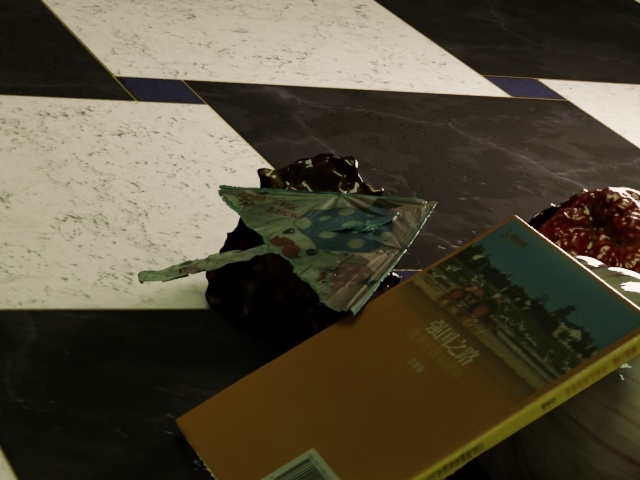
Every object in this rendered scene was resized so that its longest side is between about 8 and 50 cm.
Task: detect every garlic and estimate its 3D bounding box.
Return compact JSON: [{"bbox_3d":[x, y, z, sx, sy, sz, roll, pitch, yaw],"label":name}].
[{"bbox_3d":[0.264,0.162,1.761,0.253,0.245,0.245,39,11,-23],"label":"garlic"}]

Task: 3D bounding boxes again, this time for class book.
[{"bbox_3d":[0.076,0.121,1.671,0.374,0.028,0.262,-30,29,-9],"label":"book"}]

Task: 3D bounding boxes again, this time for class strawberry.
[{"bbox_3d":[0.292,0.058,1.982,0.274,0.220,0.274,12,17,-4],"label":"strawberry"}]

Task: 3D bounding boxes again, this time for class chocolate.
[{"bbox_3d":[0.000,0.000,2.039,0.224,0.177,0.206,5,21,-13],"label":"chocolate"}]

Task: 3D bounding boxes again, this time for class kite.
[{"bbox_3d":[-0.025,0.001,1.895,0.314,0.011,0.335,-15,27,-18],"label":"kite"}]
